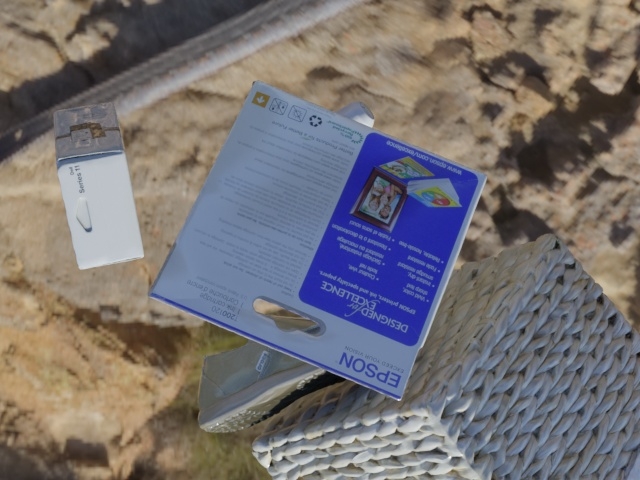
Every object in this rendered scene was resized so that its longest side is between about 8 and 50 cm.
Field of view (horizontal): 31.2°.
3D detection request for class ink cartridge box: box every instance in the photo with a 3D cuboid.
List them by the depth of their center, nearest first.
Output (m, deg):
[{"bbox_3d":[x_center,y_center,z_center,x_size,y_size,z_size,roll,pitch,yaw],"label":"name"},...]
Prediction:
[{"bbox_3d":[0.000,0.000,0.893,0.206,0.045,0.208,23,65,2],"label":"ink cartridge box"},{"bbox_3d":[-0.288,-0.074,1.480,0.087,0.208,0.153,-11,116,-9],"label":"ink cartridge box"}]

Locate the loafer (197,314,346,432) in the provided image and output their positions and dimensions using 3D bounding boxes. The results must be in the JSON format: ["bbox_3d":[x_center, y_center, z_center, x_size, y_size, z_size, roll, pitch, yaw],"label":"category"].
[{"bbox_3d":[-0.026,0.113,1.190,0.269,0.102,0.092,-28,71,18],"label":"loafer"}]

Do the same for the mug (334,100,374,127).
[{"bbox_3d":[0.045,-0.180,1.717,0.064,0.078,0.062,-38,125,21],"label":"mug"}]

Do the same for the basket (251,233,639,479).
[{"bbox_3d":[0.165,0.204,1.260,0.266,0.328,0.331,54,50,-10],"label":"basket"}]
